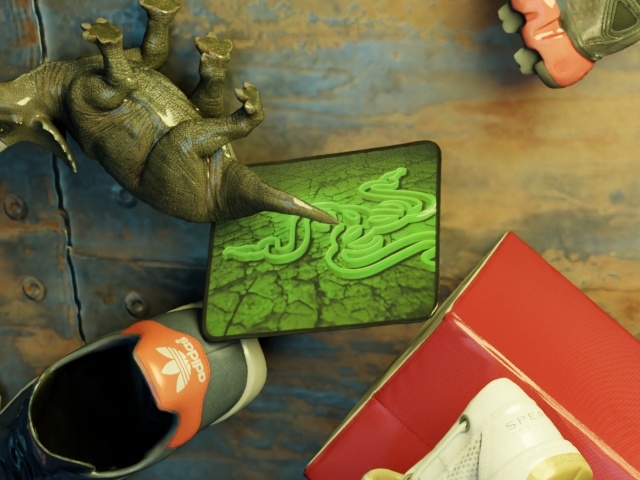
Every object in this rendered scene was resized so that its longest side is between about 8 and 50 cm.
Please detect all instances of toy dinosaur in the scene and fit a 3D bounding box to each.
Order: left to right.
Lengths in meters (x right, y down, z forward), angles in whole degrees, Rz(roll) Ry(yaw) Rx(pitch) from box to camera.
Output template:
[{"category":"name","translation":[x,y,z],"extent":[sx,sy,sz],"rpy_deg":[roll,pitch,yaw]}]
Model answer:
[{"category":"toy dinosaur","translation":[-0.123,-0.085,1.106],"extent":[0.313,0.121,0.160],"rpy_deg":[25,128,1]}]

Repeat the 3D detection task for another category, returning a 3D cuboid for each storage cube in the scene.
[{"category":"storage cube","translation":[0.136,0.141,1.049],"extent":[0.193,0.215,0.183],"rpy_deg":[41,117,5]}]

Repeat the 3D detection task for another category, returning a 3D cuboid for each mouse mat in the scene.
[{"category":"mouse mat","translation":[0.000,0.000,1.085],"extent":[0.189,0.152,0.007],"rpy_deg":[-6,152,18]}]

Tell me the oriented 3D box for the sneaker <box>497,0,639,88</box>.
[{"category":"sneaker","translation":[0.157,-0.244,0.948],"extent":[0.135,0.097,0.276],"rpy_deg":[-19,107,23]}]

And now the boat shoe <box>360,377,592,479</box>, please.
[{"category":"boat shoe","translation":[0.059,0.193,0.939],"extent":[0.277,0.098,0.096],"rpy_deg":[-48,58,28]}]

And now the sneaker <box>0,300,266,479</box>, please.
[{"category":"sneaker","translation":[-0.210,0.159,1.172],"extent":[0.350,0.148,0.131],"rpy_deg":[-37,79,30]}]
